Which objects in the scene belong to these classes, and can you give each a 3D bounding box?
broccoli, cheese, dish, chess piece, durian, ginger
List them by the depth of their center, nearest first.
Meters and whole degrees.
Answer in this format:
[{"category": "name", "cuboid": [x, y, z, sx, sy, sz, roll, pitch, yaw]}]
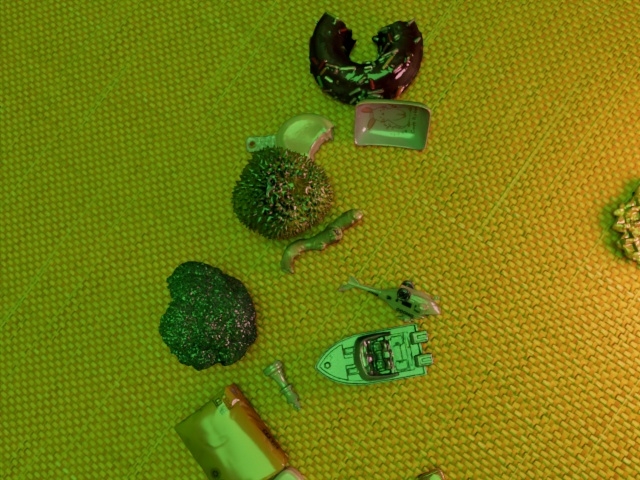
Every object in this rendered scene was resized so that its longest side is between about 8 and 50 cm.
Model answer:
[{"category": "broccoli", "cuboid": [-0.318, 0.207, 1.647, 0.275, 0.308, 0.307, -13, 76, 44]}, {"category": "chess piece", "cuboid": [-0.098, 0.407, 1.677, 0.059, 0.059, 0.149, -34, 85, 1]}, {"category": "durian", "cuboid": [-0.117, -0.136, 1.680, 0.292, 0.225, 0.290, -1, 86, 10]}, {"category": "ginger", "cuboid": [0.000, 0.000, 1.723, 0.288, 0.075, 0.089, -35, 36, 2]}, {"category": "dish", "cuboid": [0.205, -0.344, 1.730, 0.213, 0.151, 0.077, 5, 46, 6]}, {"category": "cheese", "cuboid": [-0.091, -0.312, 1.790, 0.249, 0.071, 0.163, 16, 83, 11]}]

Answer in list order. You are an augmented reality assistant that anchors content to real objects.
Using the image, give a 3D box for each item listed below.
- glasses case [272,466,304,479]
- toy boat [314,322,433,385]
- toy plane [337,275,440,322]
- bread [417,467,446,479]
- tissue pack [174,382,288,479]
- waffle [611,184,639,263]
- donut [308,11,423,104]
[{"category": "glasses case", "cuboid": [-0.126, 0.703, 1.626, 0.083, 0.050, 0.196, 41, 87, 10]}, {"category": "toy boat", "cuboid": [0.140, 0.318, 1.637, 0.320, 0.092, 0.141, -12, 77, 6]}, {"category": "toy plane", "cuboid": [0.193, 0.157, 1.669, 0.287, 0.092, 0.108, 20, 108, 9]}, {"category": "bread", "cuboid": [0.307, 0.666, 1.574, 0.074, 0.053, 0.132, -20, 76, 3]}, {"category": "tissue pack", "cuboid": [-0.238, 0.549, 1.625, 0.192, 0.134, 0.270, -40, 78, -1]}, {"category": "waffle", "cuboid": [0.932, -0.036, 1.615, 0.281, 0.060, 0.262, 35, 89, 13]}, {"category": "donut", "cuboid": [0.119, -0.530, 1.770, 0.346, 0.136, 0.259, 11, 79, 11]}]
